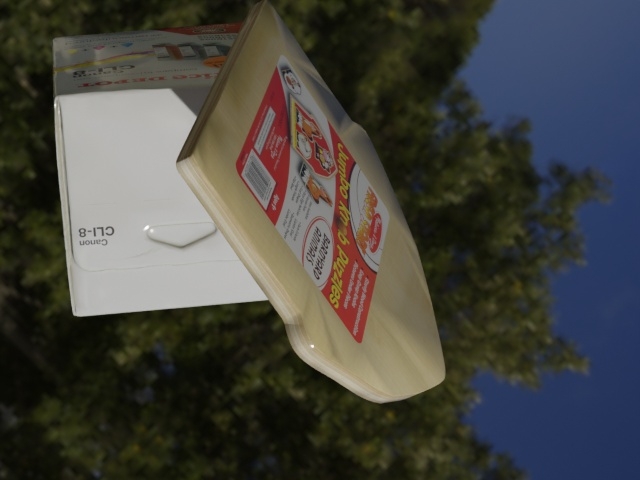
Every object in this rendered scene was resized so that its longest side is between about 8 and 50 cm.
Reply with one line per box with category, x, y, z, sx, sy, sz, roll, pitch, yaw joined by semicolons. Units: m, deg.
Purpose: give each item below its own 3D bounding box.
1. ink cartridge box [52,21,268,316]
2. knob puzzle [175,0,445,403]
ink cartridge box;-0.088;-0.047;0.896;0.128;0.127;0.176;-5;-161;-9
knob puzzle;0.000;0.000;0.740;0.030;0.213;0.213;-25;-155;23
